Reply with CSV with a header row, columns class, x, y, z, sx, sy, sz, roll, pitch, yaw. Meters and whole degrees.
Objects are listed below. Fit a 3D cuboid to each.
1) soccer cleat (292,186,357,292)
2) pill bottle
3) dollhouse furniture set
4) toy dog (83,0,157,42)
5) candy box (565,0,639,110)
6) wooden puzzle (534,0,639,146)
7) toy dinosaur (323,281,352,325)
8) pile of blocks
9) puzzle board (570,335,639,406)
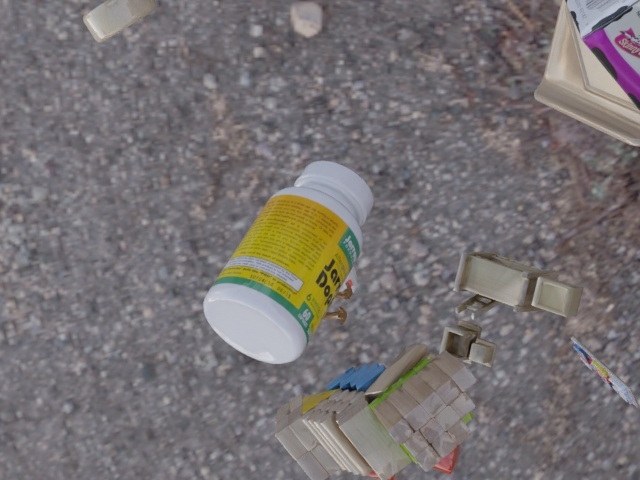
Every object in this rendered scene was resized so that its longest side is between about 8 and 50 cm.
class,x,y,z,sx,sy,sz,roll,pitch,yaw
soccer cleat,0.000,0.000,1.875,0.068,0.076,0.196,-25,101,12
pill bottle,-0.026,0.018,1.259,0.117,0.208,0.117,22,147,15
dollhouse furniture set,0.283,0.116,1.669,0.182,0.101,0.161,20,102,38
toy dog,-0.158,-0.371,1.338,0.220,0.334,0.161,42,157,-26
candy box,0.295,-0.239,1.171,0.071,0.159,0.233,-33,41,22
wooden puzzle,0.351,-0.249,1.370,0.221,0.044,0.239,41,121,56
toy dinosaur,-0.006,0.093,1.762,0.112,0.211,0.064,0,88,27
pile of blocks,0.080,0.212,1.357,0.113,0.149,0.362,52,151,-11
puzzle board,0.360,0.169,1.501,0.011,0.128,0.096,-45,65,2
